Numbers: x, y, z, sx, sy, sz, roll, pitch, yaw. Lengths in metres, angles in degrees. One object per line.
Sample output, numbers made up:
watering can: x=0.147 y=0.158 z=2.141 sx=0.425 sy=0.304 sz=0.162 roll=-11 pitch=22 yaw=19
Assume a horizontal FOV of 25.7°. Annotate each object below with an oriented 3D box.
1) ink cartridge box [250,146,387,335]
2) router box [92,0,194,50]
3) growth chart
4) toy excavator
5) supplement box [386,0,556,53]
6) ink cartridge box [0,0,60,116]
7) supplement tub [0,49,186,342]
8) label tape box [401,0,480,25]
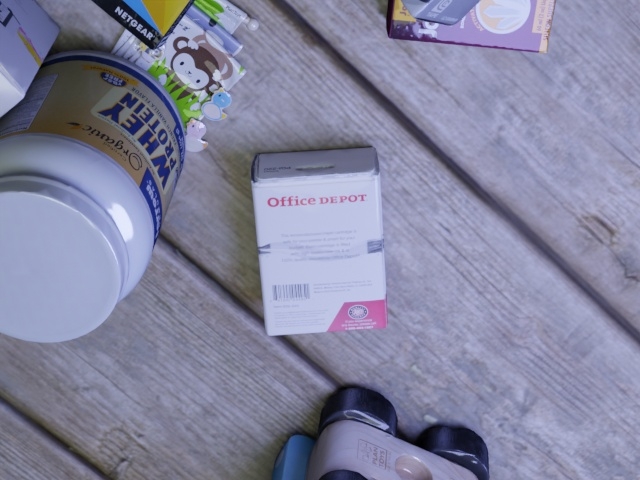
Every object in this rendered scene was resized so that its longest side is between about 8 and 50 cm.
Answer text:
ink cartridge box: x=0.000 y=0.000 z=1.757 sx=0.158 sy=0.092 sz=0.218 roll=-3 pitch=117 yaw=1
router box: x=-0.218 y=-0.326 z=1.604 sx=0.179 sy=0.046 sz=0.133 roll=39 pitch=110 yaw=-2
growth chart: x=-0.177 y=-0.208 z=1.696 sx=0.172 sy=0.021 sz=0.237 roll=28 pitch=114 yaw=-12
toy excavator: x=-0.034 y=0.419 z=1.909 sx=0.433 sy=0.222 sz=0.445 roll=24 pitch=121 yaw=-10
supplement box: x=0.175 y=-0.285 z=1.629 sx=0.188 sy=0.081 sz=0.104 roll=5 pitch=116 yaw=-2
ink cartridge box: x=-0.424 y=-0.213 z=1.573 sx=0.171 sy=0.233 sz=0.168 roll=-36 pitch=110 yaw=16
supplement tub: x=-0.287 y=-0.054 z=1.590 sx=0.228 sy=0.316 sz=0.228 roll=3 pitch=124 yaw=4
label tape box: x=0.168 y=-0.425 z=1.457 sx=0.333 sy=0.106 sz=0.241 roll=-43 pitch=69 yaw=26
